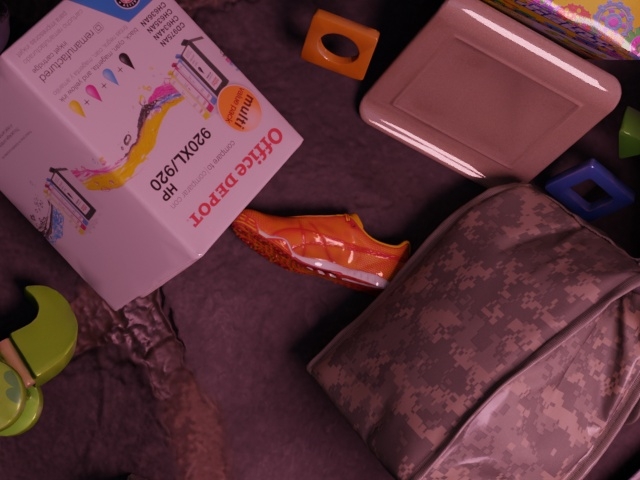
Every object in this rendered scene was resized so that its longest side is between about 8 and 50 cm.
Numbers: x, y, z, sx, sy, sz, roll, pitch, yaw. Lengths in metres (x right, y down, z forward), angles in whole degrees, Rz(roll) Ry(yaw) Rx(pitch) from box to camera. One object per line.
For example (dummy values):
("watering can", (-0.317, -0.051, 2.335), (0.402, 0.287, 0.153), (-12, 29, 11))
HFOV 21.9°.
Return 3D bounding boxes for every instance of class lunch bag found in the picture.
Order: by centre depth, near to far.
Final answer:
("lunch bag", (0.165, 0.100, 1.478), (0.287, 0.235, 0.169), (-47, 123, 2))

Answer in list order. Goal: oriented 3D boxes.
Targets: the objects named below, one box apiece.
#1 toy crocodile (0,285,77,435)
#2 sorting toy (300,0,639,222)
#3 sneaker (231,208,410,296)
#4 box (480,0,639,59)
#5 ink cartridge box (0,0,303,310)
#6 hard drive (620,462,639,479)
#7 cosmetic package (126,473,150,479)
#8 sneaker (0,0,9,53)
("toy crocodile", (-0.362, 0.167, 1.510), (0.340, 0.115, 0.105), (-34, 82, -3))
("sorting toy", (0.152, -0.137, 1.511), (0.347, 0.196, 0.047), (27, 54, -11))
("sneaker", (0.000, 0.000, 1.561), (0.175, 0.064, 0.067), (19, 75, -13))
("box", (0.234, -0.322, 1.429), (0.177, 0.279, 0.290), (26, 93, -8))
("ink cartridge box", (-0.172, -0.093, 1.441), (0.233, 0.168, 0.171), (47, 55, -9))
("hard drive", (0.315, 0.325, 1.624), (0.172, 0.054, 0.255), (43, 91, -8))
("cosmetic package", (-0.177, 0.354, 1.543), (0.107, 0.127, 0.238), (23, 92, -8))
("sneaker", (-0.328, -0.144, 1.382), (0.112, 0.319, 0.131), (-3, 103, -22))
